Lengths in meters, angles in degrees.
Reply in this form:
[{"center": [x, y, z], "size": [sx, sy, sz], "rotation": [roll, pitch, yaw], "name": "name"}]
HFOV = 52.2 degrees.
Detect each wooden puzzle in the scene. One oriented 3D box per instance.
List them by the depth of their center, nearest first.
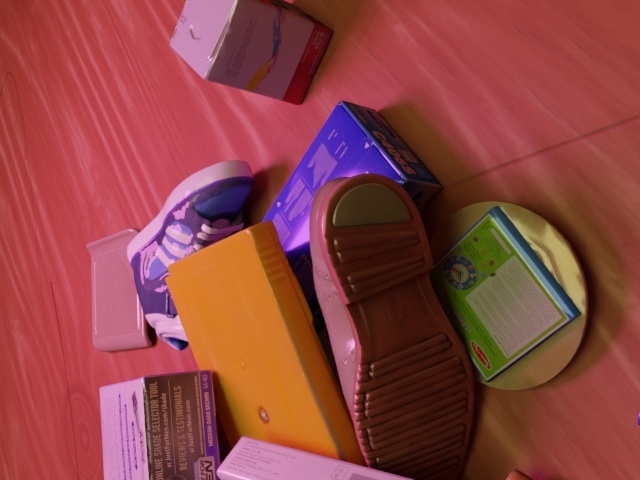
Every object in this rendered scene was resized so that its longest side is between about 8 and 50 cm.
[{"center": [-0.415, 0.108, 1.358], "size": [0.221, 0.044, 0.238], "rotation": [-14, 81, 45], "name": "wooden puzzle"}]

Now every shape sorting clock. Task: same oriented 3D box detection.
[{"center": [0.193, 0.060, 0.715], "size": [0.206, 0.040, 0.206], "rotation": [3, 95, 44], "name": "shape sorting clock"}]

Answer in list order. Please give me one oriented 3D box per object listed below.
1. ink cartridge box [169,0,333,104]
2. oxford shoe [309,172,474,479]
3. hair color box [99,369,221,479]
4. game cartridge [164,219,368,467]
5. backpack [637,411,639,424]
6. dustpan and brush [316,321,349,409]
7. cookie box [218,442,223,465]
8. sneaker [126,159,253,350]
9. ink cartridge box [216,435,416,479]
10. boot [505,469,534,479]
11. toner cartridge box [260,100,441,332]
[{"center": [-0.103, -0.296, 0.958], "size": [0.128, 0.176, 0.127], "rotation": [47, 119, 38], "name": "ink cartridge box"}, {"center": [0.076, 0.113, 0.759], "size": [0.146, 0.141, 0.396], "rotation": [-156, 54, -72], "name": "oxford shoe"}, {"center": [-0.263, 0.309, 1.029], "size": [0.339, 0.110, 0.185], "rotation": [-27, 68, 60], "name": "hair color box"}, {"center": [-0.088, 0.156, 0.884], "size": [0.285, 0.053, 0.323], "rotation": [-19, 91, 53], "name": "game cartridge"}, {"center": [0.335, 0.135, 0.520], "size": [0.120, 0.098, 0.101], "rotation": [20, 98, 46], "name": "backpack"}, {"center": [0.041, 0.225, 0.862], "size": [0.147, 0.060, 0.211], "rotation": [-56, 44, 30], "name": "dustpan and brush"}, {"center": [-0.215, 0.380, 1.120], "size": [0.107, 0.040, 0.091], "rotation": [5, 91, 47], "name": "cookie box"}, {"center": [-0.182, 0.047, 1.067], "size": [0.323, 0.130, 0.236], "rotation": [-37, 71, 33], "name": "sneaker"}, {"center": [0.045, 0.363, 0.782], "size": [0.296, 0.066, 0.261], "rotation": [-4, 126, 46], "name": "ink cartridge box"}, {"center": [0.246, 0.270, 0.624], "size": [0.152, 0.073, 0.197], "rotation": [41, 113, 45], "name": "boot"}, {"center": [0.000, 0.000, 0.900], "size": [0.347, 0.075, 0.165], "rotation": [-54, 53, 29], "name": "toner cartridge box"}]
